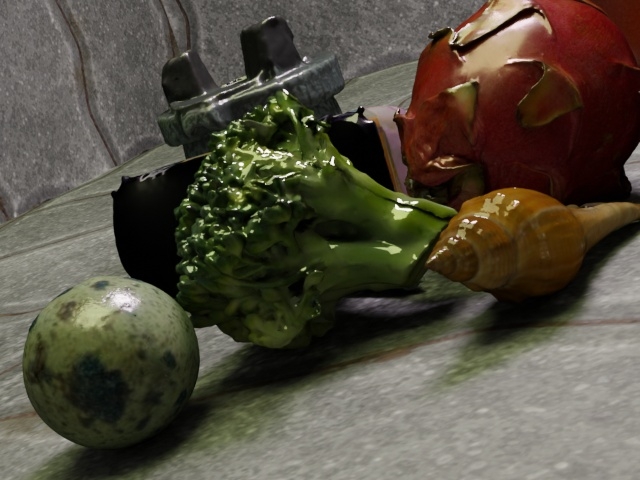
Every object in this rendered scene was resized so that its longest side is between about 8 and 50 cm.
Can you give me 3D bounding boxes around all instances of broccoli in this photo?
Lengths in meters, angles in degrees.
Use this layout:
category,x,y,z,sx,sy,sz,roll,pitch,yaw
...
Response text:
category,x,y,z,sx,sy,sz,roll,pitch,yaw
broccoli,0.000,0.000,1.161,0.245,0.248,0.288,21,48,20

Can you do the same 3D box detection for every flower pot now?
category,x,y,z,sx,sy,sz,roll,pitch,yaw
flower pot,-0.092,-0.165,1.827,0.299,0.283,0.299,-17,11,3

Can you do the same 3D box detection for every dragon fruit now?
category,x,y,z,sx,sy,sz,roll,pitch,yaw
dragon fruit,0.211,-0.128,1.284,0.250,0.250,0.315,-10,3,38

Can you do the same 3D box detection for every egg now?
category,x,y,z,sx,sy,sz,roll,pitch,yaw
egg,-0.169,0.099,1.052,0.141,0.141,0.182,-18,1,5

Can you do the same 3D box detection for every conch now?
category,x,y,z,sx,sy,sz,roll,pitch,yaw
conch,0.192,0.006,1.082,0.330,0.093,0.109,-2,-23,-46

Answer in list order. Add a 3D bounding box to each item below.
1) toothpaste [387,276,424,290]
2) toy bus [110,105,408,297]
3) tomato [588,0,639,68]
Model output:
category,x,y,z,sx,sy,sz,roll,pitch,yaw
toothpaste,0.060,0.040,1.265,0.037,0.021,0.140,-20,8,-31
toy bus,-0.054,-0.039,1.497,0.386,0.171,0.162,-12,3,32
tomato,0.502,-0.395,1.873,0.321,0.321,0.321,-18,11,4
